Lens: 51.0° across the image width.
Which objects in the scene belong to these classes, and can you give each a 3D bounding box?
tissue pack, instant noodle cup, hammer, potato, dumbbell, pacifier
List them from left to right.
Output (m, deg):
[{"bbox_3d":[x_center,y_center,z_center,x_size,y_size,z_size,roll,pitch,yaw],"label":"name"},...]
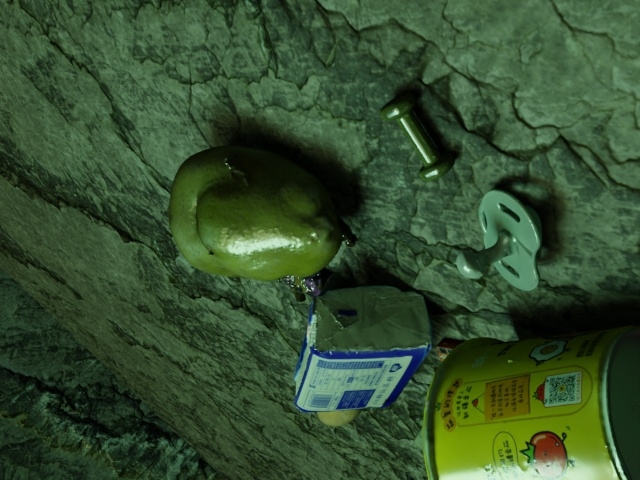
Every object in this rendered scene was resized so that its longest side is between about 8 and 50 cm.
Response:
[{"bbox_3d":[-0.107,-0.041,1.110,0.350,0.218,0.202,8,173,40],"label":"potato"},{"bbox_3d":[0.000,0.000,1.206,0.065,0.021,0.178,51,151,-9],"label":"hammer"},{"bbox_3d":[0.042,0.357,1.499,0.112,0.112,0.147,33,140,18],"label":"potato"},{"bbox_3d":[0.063,0.197,1.188,0.270,0.209,0.137,102,161,-56],"label":"tissue pack"},{"bbox_3d":[0.126,-0.134,0.870,0.052,0.046,0.118,-17,114,50],"label":"dumbbell"},{"bbox_3d":[0.222,0.006,0.862,0.127,0.116,0.150,53,164,41],"label":"pacifier"},{"bbox_3d":[0.332,0.258,0.862,0.326,0.325,0.254,50,140,-9],"label":"instant noodle cup"}]

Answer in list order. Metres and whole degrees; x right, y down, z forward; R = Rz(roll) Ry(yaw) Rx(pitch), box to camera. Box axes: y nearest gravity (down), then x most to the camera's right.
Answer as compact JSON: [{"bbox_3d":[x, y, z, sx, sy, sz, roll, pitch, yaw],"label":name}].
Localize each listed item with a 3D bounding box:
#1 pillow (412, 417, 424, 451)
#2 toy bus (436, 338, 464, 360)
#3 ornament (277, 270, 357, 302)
[{"bbox_3d":[0.258,0.367,1.280,0.134,0.078,0.181,33,144,14],"label":"pillow"},{"bbox_3d":[0.247,0.192,1.127,0.110,0.031,0.043,1,122,50],"label":"toy bus"},{"bbox_3d":[-0.021,0.084,1.288,0.081,0.088,0.203,36,171,-35],"label":"ornament"}]
